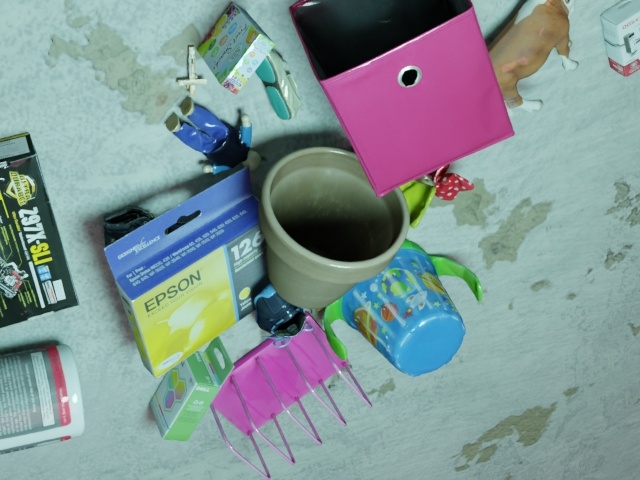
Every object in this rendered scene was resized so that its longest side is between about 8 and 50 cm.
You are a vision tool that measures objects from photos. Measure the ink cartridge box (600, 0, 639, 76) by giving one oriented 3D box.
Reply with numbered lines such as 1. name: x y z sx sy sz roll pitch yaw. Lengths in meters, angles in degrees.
1. ink cartridge box: 0.624 -0.411 1.741 0.099 0.056 0.135 -32 133 -1

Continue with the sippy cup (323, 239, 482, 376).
1. sippy cup: 0.179 0.153 1.819 0.305 0.224 0.240 -48 133 10

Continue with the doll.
1. doll: -0.171 -0.174 1.514 0.129 0.046 0.189 -46 131 12

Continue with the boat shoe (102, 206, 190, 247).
1. boat shoe: -0.294 -0.019 1.553 0.183 0.065 0.083 -13 130 -18

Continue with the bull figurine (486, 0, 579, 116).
1. bull figurine: 0.399 -0.364 1.630 0.310 0.101 0.188 -43 134 7

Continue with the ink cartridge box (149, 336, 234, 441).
1. ink cartridge box: -0.265 0.296 1.776 0.062 0.109 0.209 17 115 -37

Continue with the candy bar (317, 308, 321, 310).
1. candy bar: -0.036 0.099 1.809 0.040 0.018 0.161 -42 131 7

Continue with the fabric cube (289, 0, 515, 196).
1. fabric cube: 0.131 -0.278 1.424 0.254 0.259 0.258 -24 132 7

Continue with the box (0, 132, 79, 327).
1. box: -0.559 0.006 1.429 0.257 0.079 0.322 -18 130 -17

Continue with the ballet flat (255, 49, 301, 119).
1. ballet flat: -0.075 -0.281 1.490 0.052 0.057 0.168 -50 141 -25

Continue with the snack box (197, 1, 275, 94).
1. snack box: -0.135 -0.304 1.371 0.037 0.141 0.100 27 109 -38

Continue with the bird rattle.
1. bird rattle: 0.161 -0.096 1.696 0.207 0.143 0.253 -32 178 32

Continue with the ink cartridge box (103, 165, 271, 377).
1. ink cartridge box: -0.215 0.061 1.575 0.303 0.072 0.307 -33 145 -25

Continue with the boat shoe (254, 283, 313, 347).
1. boat shoe: -0.077 0.161 1.719 0.109 0.089 0.258 -42 164 -3

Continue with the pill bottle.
1. pill bottle: -0.596 0.298 1.561 0.318 0.176 0.176 -9 127 -22

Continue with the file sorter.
1. file sorter: -0.067 0.343 1.865 0.290 0.182 0.202 -36 133 1

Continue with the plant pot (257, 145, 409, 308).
1. plant pot: 0.000 0.000 1.551 0.263 0.263 0.229 -7 148 -23

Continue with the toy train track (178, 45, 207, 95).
1. toy train track: -0.212 -0.280 1.437 0.048 0.014 0.083 -5 121 -15
